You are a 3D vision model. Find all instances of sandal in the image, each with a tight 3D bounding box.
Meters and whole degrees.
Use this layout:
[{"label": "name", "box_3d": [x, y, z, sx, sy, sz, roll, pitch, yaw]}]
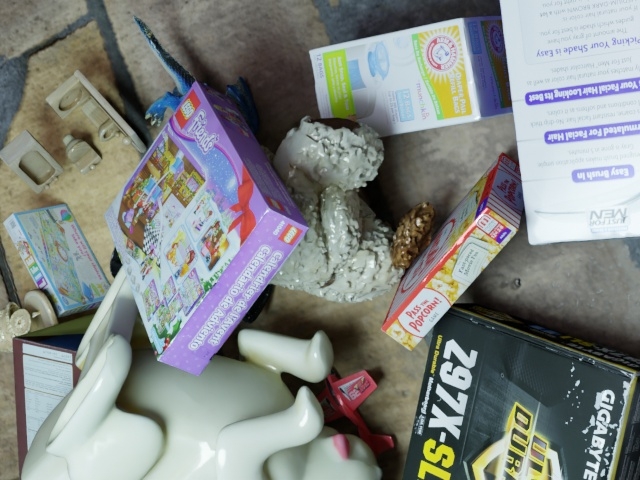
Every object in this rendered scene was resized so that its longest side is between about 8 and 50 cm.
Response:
[{"label": "sandal", "box_3d": [-0.426, 0.133, 1.855, 0.088, 0.079, 0.240, 64, 156, 1]}]

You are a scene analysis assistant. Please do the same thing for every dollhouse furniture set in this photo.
[{"label": "dollhouse furniture set", "box_3d": [-0.318, -0.108, 1.764, 0.151, 0.144, 0.123, -42, 72, -5]}]

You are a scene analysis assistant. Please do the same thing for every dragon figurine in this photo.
[{"label": "dragon figurine", "box_3d": [-0.133, -0.153, 1.661, 0.144, 0.085, 0.289, -11, 97, 33]}]

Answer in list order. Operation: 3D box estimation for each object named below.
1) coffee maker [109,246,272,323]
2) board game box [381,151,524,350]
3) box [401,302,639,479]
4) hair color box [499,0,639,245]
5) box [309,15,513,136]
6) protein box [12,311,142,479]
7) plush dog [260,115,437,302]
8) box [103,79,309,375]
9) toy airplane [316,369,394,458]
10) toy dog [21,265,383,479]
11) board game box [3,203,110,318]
[{"label": "coffee maker", "box_3d": [-0.168, 0.016, 1.677, 0.178, 0.120, 0.171, 9, 135, 33]}, {"label": "board game box", "box_3d": [0.150, 0.012, 1.461, 0.045, 0.147, 0.193, 35, 119, -4]}, {"label": "box", "box_3d": [0.217, 0.254, 1.465, 0.257, 0.079, 0.322, 20, 103, 41]}, {"label": "hair color box", "box_3d": [0.295, -0.172, 1.354, 0.185, 0.110, 0.339, -4, 95, 34]}, {"label": "box", "box_3d": [0.105, -0.178, 1.484, 0.203, 0.103, 0.114, -6, 96, 35]}, {"label": "protein box", "box_3d": [-0.284, 0.213, 1.765, 0.136, 0.200, 0.201, 8, 104, 34]}, {"label": "plush dog", "box_3d": [0.000, 0.000, 1.504, 0.262, 0.225, 0.211, -14, 59, 50]}, {"label": "box", "box_3d": [-0.132, -0.021, 1.438, 0.201, 0.057, 0.293, -53, 35, 17]}, {"label": "toy airplane", "box_3d": [0.040, 0.214, 1.646, 0.151, 0.028, 0.151, 18, 117, 42]}, {"label": "toy dog", "box_3d": [-0.117, 0.272, 1.550, 0.408, 0.284, 0.395, 27, 104, -12]}, {"label": "board game box", "box_3d": [-0.358, 0.027, 1.840, 0.026, 0.103, 0.154, -37, 77, 34]}]
